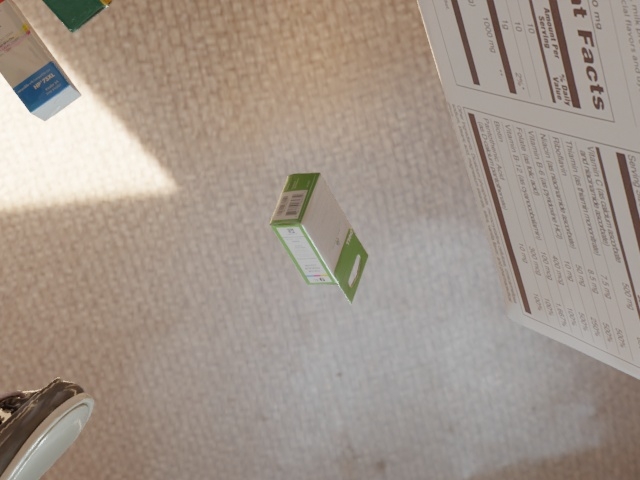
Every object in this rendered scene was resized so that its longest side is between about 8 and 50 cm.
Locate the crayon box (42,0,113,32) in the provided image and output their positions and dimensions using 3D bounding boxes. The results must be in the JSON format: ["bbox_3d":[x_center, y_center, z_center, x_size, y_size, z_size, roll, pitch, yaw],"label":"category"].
[{"bbox_3d":[-0.370,-0.457,1.537,0.083,0.203,0.323,-27,112,35],"label":"crayon box"}]

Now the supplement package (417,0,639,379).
[{"bbox_3d":[0.181,-0.098,0.388,0.261,0.145,0.204,-30,117,-20],"label":"supplement package"}]

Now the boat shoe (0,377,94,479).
[{"bbox_3d":[-0.311,0.205,1.101,0.095,0.112,0.335,46,138,7],"label":"boat shoe"}]

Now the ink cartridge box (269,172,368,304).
[{"bbox_3d":[0.000,0.000,1.891,0.062,0.109,0.209,-3,139,29],"label":"ink cartridge box"}]

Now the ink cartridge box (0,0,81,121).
[{"bbox_3d":[-0.475,-0.303,1.805,0.078,0.134,0.231,-36,93,-3],"label":"ink cartridge box"}]
